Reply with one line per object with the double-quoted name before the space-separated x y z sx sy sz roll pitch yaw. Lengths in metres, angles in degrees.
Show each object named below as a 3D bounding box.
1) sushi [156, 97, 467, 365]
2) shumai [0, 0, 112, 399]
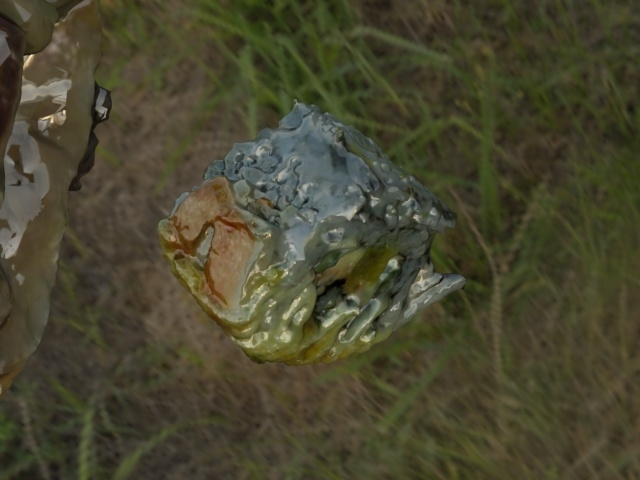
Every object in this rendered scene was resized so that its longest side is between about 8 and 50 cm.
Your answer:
"sushi" 0.000 0.000 1.409 0.184 0.274 0.139 -48 66 11
"shumai" -0.186 -0.046 0.560 0.217 0.283 0.346 19 91 -3
